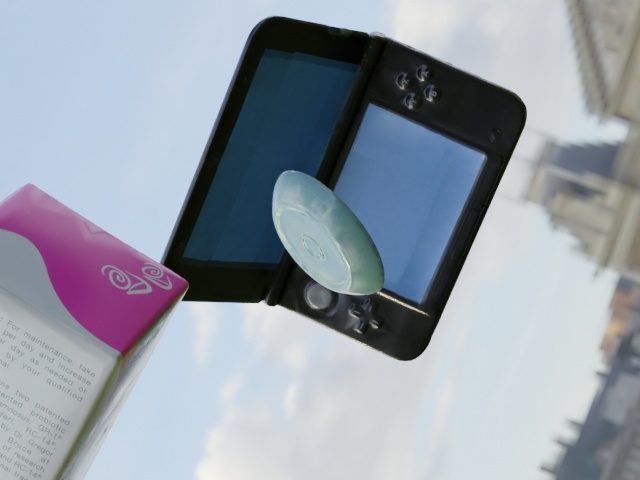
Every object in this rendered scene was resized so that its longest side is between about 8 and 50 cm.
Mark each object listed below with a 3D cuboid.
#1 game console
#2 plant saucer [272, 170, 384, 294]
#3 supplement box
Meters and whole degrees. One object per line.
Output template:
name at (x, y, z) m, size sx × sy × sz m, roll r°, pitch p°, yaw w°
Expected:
game console at (0.021, -0.040, 1.840) m, size 0.173 × 0.250 × 0.293 m, roll -42°, pitch -24°, yaw -72°
plant saucer at (0.000, 0.000, 1.518) m, size 0.021 × 0.119 × 0.119 m, roll -40°, pitch -25°, yaw -23°
supplement box at (-0.179, 0.096, 1.064) m, size 0.220 × 0.114 × 0.111 m, roll -61°, pitch -5°, yaw 26°
